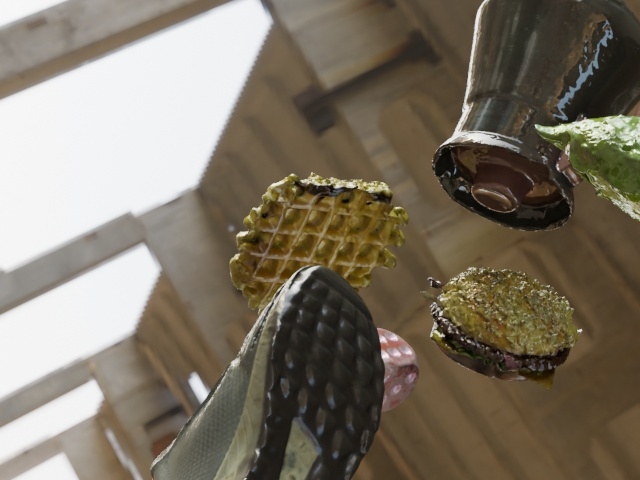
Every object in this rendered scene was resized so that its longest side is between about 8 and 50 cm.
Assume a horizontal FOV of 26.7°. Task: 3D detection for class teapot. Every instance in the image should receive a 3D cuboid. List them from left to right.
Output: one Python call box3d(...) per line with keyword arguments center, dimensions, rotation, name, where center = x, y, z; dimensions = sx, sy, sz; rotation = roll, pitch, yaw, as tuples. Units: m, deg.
box3d(center=(0.371, -0.208, 2.121), dimensions=(0.376, 0.362, 0.305), rotation=(5, -28, 46), name="teapot")

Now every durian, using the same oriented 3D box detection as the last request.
box3d(center=(0.330, -0.067, 1.279), dimensions=(0.250, 0.101, 0.139), rotation=(24, -10, 43), name="durian")

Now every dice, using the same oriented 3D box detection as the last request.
box3d(center=(0.079, 0.186, 1.929), dimensions=(0.094, 0.093, 0.091), rotation=(41, -59, 35), name="dice")

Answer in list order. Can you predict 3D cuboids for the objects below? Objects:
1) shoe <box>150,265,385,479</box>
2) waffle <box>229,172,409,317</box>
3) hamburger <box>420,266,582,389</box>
box3d(center=(-0.064, 0.180, 1.127), dimensions=(0.132, 0.336, 0.171), rotation=(38, -35, -25), name="shoe")
box3d(center=(0.002, 0.002, 2.147), dimensions=(0.060, 0.311, 0.307), rotation=(51, -23, 40), name="waffle")
box3d(center=(0.281, 0.122, 2.118), dimensions=(0.243, 0.261, 0.139), rotation=(-69, 173, -70), name="hamburger")
